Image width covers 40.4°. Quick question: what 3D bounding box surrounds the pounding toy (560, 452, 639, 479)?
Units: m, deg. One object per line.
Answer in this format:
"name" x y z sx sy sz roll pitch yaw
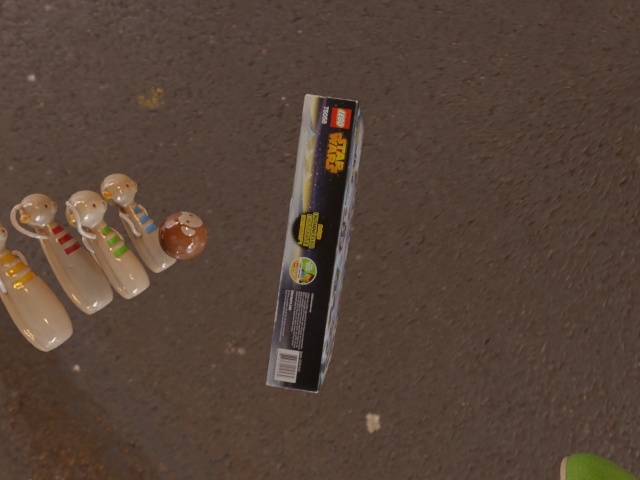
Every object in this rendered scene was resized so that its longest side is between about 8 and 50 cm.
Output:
"pounding toy" 0.244 0.246 0.569 0.110 0.183 0.237 -18 100 18

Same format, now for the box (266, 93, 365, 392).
"box" 0.000 0.000 0.443 0.027 0.094 0.137 8 94 4

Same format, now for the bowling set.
"bowling set" -0.237 -0.017 0.982 0.200 0.287 0.154 -29 99 10
